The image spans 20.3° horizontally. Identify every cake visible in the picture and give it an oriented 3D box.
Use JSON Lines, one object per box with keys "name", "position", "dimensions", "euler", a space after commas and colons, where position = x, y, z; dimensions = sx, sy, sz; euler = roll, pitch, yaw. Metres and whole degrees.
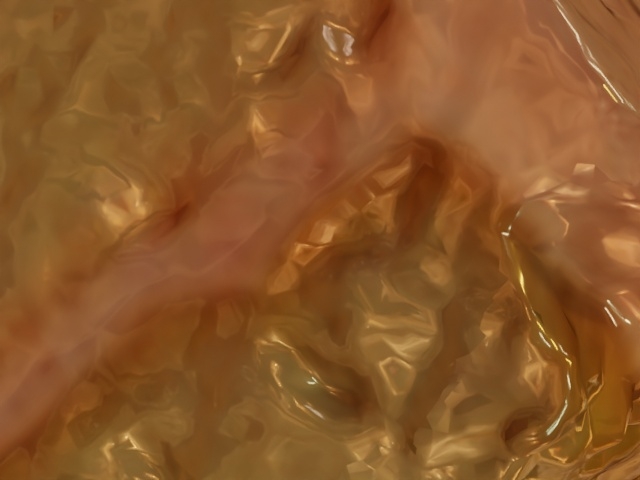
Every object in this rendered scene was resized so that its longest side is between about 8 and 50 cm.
{"name": "cake", "position": [-0.017, -0.031, 0.550], "dimensions": [0.293, 0.306, 0.314], "euler": [-41, 164, 20]}
